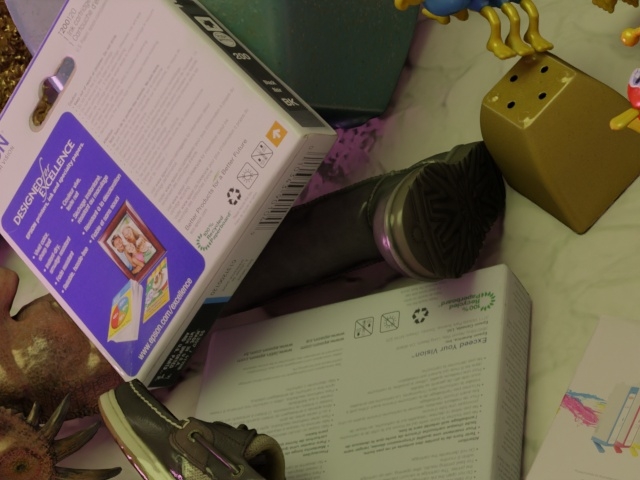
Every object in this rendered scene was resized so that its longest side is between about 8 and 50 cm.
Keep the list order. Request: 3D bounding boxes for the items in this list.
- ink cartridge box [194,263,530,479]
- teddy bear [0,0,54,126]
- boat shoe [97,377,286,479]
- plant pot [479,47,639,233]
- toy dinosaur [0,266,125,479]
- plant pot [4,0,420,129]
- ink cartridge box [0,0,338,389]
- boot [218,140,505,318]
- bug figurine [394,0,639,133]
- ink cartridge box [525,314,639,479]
[{"bbox_3d":[0.015,0.134,1.098,0.223,0.045,0.224,-14,47,30],"label":"ink cartridge box"},{"bbox_3d":[-0.297,-0.075,1.504,0.245,0.113,0.338,-27,51,30],"label":"teddy bear"},{"bbox_3d":[-0.050,0.143,1.051,0.073,0.080,0.223,-41,45,-7],"label":"boat shoe"},{"bbox_3d":[0.147,-0.071,1.135,0.081,0.083,0.081,-47,42,-2],"label":"plant pot"},{"bbox_3d":[-0.169,0.086,1.246,0.295,0.127,0.200,-34,50,-13],"label":"toy dinosaur"},{"bbox_3d":[-0.068,-0.190,1.278,0.247,0.248,0.252,-16,84,30],"label":"plant pot"},{"bbox_3d":[-0.116,-0.049,1.165,0.208,0.045,0.206,45,114,26],"label":"ink cartridge box"},{"bbox_3d":[0.000,0.002,1.160,0.208,0.076,0.189,-12,6,23],"label":"boot"},{"bbox_3d":[0.190,-0.131,1.074,0.216,0.072,0.279,-16,33,-31],"label":"bug figurine"},{"bbox_3d":[0.180,0.110,0.952,0.090,0.092,0.143,7,61,43],"label":"ink cartridge box"}]
